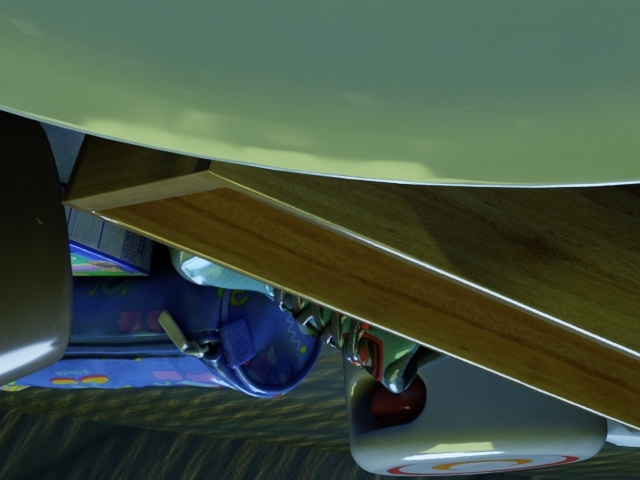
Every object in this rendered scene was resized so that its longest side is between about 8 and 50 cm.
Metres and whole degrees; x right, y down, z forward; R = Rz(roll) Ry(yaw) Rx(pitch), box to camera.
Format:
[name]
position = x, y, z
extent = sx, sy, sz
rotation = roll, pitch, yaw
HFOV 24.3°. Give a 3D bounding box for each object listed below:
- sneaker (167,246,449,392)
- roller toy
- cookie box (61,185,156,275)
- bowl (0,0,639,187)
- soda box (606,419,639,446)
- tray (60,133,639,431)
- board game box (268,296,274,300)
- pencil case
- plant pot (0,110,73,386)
[sneaker]
position = 0.031, 0.024, 0.875
extent = 0.261, 0.125, 0.104
rotation = 3, 148, 10
[roller toy]
position = 0.112, 0.095, 1.108
extent = 0.191, 0.146, 0.209
rotation = -5, 167, 6
[cookie box]
position = -0.189, -0.005, 1.086
extent = 0.091, 0.040, 0.107
rotation = -1, 163, 35
[bowl]
position = 0.004, -0.116, 0.314
extent = 0.297, 0.134, 0.298
rotation = 8, 166, 2
[soda box]
position = 0.359, 0.155, 1.380
extent = 0.216, 0.074, 0.069
rotation = -2, 163, 37
[tray]
position = 0.108, 0.020, 0.671
extent = 0.410, 0.076, 0.203
rotation = 22, 170, -22
[board game box]
position = 0.000, 0.000, 1.002
extent = 0.133, 0.033, 0.168
rotation = -14, 139, 38
[pencil case]
position = -0.147, 0.064, 1.173
extent = 0.306, 0.119, 0.133
rotation = -2, -167, 34
[plant pot]
position = -0.266, 0.010, 0.835
extent = 0.229, 0.263, 0.263
rotation = -8, 172, -20
